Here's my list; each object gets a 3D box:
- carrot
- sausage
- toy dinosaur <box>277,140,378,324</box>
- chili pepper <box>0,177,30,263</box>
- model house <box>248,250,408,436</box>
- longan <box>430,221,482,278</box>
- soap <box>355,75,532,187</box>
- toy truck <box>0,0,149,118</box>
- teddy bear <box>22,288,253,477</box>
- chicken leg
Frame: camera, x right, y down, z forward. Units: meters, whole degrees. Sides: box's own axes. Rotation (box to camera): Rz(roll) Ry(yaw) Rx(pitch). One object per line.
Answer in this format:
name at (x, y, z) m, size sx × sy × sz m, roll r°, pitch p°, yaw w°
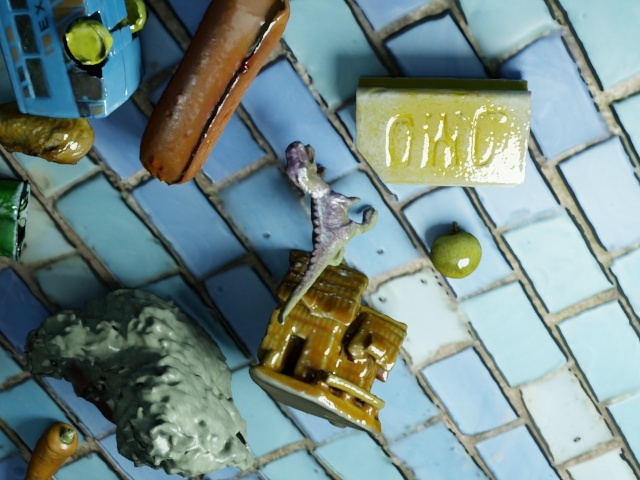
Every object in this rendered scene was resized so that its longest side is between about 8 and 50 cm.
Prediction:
carrot at (-0.474, 0.388, 1.722) m, size 0.061 × 0.061 × 0.256 m, roll 29°, pitch 125°, yaw -12°
sausage at (-0.144, -0.216, 1.344) m, size 0.102 × 0.102 × 0.330 m, roll 29°, pitch 118°, yaw -11°
toy dinosaur at (-0.004, -0.001, 1.401) m, size 0.072 × 0.200 × 0.251 m, roll 6°, pitch 83°, yaw 33°
chili pepper at (-0.562, -0.053, 1.462) m, size 0.270 × 0.099 × 0.136 m, roll 10°, pitch 143°, yaw -8°
model house at (0.022, 0.145, 1.480) m, size 0.199 × 0.219 × 0.229 m, roll 15°, pitch 74°, yaw 6°
longan at (0.196, 0.014, 1.468) m, size 0.075 × 0.075 × 0.083 m, roll -5°, pitch 76°, yaw 7°
soap at (0.163, -0.148, 1.374) m, size 0.232 × 0.073 × 0.140 m, roll 2°, pitch 114°, yaw 4°
toy truck at (-0.328, -0.347, 1.253) m, size 0.162 × 0.161 × 0.385 m, roll 1°, pitch 120°, yaw 14°
teddy bear at (-0.245, 0.226, 1.441) m, size 0.357 × 0.367 × 0.224 m, roll 33°, pitch 102°, yaw -19°
chicken leg at (-0.433, -0.161, 1.378) m, size 0.252 × 0.107 × 0.087 m, roll 9°, pitch 97°, yaw -10°
